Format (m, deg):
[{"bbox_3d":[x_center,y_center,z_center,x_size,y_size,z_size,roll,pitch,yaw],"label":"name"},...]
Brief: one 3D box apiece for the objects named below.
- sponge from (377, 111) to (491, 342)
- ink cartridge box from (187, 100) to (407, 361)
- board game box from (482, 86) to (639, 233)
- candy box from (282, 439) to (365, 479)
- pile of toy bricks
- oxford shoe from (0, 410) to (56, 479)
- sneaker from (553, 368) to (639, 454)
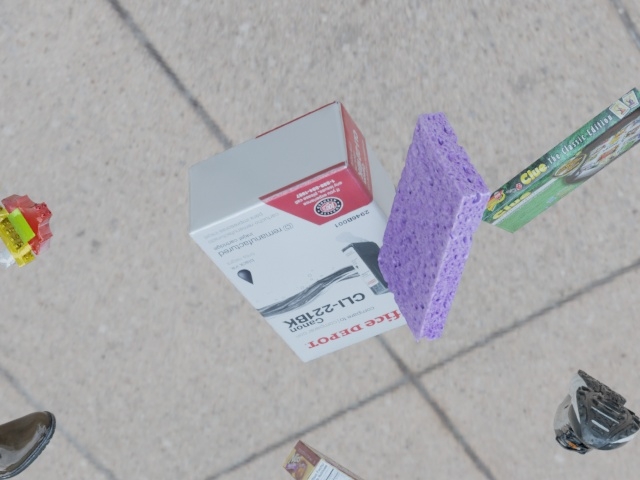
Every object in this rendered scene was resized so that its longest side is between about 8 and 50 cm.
[{"bbox_3d":[0.107,-0.010,1.107,0.031,0.117,0.210,-9,138,-19],"label":"sponge"},{"bbox_3d":[0.000,0.000,1.286,0.197,0.114,0.273,-23,135,16],"label":"ink cartridge box"},{"bbox_3d":[0.335,-0.101,1.494,0.259,0.136,0.030,-37,70,17],"label":"board game box"},{"bbox_3d":[0.044,0.367,1.616,0.186,0.109,0.053,36,84,-17],"label":"candy box"},{"bbox_3d":[-0.335,-0.067,1.023,0.105,0.118,0.212,-31,93,34],"label":"pile of toy bricks"},{"bbox_3d":[-0.511,0.321,1.713,0.227,0.083,0.096,-29,137,8],"label":"oxford shoe"},{"bbox_3d":[0.384,0.264,1.586,0.100,0.271,0.108,32,97,9],"label":"sneaker"}]
